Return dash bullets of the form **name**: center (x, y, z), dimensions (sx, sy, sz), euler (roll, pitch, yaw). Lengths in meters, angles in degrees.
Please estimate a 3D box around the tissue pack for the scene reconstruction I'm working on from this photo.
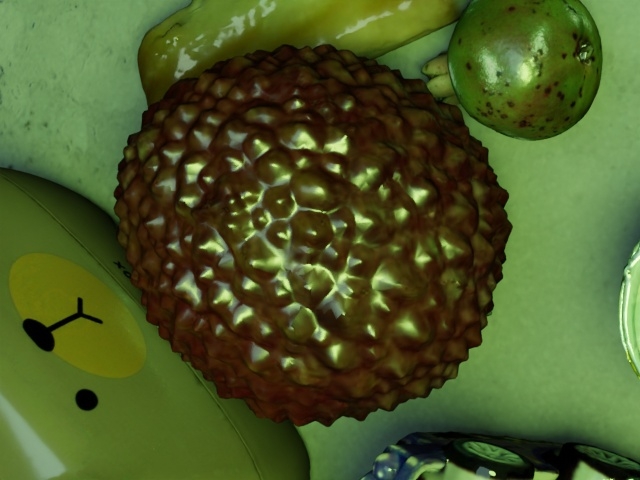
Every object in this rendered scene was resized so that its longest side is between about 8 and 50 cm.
- **tissue pack**: center (-0.217, 0.137, 1.076), dimensions (0.387, 0.277, 0.267), euler (48, 111, 16)

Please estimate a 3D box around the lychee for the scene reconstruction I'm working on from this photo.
- **lychee**: center (0.000, 0.000, 0.995), dimensions (0.264, 0.300, 0.264), euler (-35, 35, 30)

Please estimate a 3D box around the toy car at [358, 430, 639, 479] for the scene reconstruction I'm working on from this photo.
- **toy car**: center (0.101, 0.204, 0.961), dimensions (0.158, 0.235, 0.172), euler (22, 98, 55)

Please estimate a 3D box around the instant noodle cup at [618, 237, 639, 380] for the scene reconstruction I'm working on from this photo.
- **instant noodle cup**: center (0.285, 0.040, 0.921), dimensions (0.205, 0.153, 0.205), euler (0, 91, 22)

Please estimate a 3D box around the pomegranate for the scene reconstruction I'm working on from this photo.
- **pomegranate**: center (0.128, -0.122, 1.013), dimensions (0.142, 0.114, 0.115), euler (-7, 89, 47)

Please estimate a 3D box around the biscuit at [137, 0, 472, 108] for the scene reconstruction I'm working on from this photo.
- **biscuit**: center (-0.033, -0.228, 1.100), dimensions (0.290, 0.062, 0.237), euler (-23, 83, 22)
